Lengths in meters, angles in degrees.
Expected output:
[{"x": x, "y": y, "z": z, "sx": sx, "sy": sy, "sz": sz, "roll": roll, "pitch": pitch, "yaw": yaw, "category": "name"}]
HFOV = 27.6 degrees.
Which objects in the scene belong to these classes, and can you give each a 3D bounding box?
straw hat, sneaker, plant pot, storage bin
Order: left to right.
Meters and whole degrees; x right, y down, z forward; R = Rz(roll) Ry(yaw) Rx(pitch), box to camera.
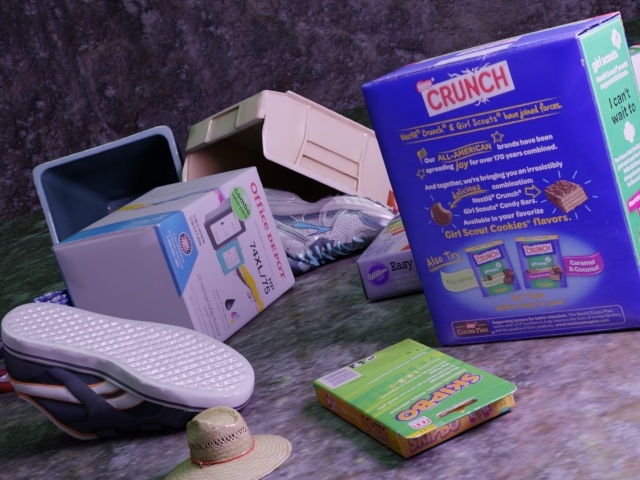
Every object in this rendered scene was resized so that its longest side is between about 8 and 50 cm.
[{"x": -0.228, "y": 0.170, "z": 1.558, "sx": 0.321, "sy": 0.127, "sz": 0.126, "roll": 14, "pitch": 30, "yaw": 19, "category": "sneaker"}, {"x": -0.324, "y": -0.032, "z": 2.294, "sx": 0.248, "sy": 0.247, "sz": 0.252, "roll": -18, "pitch": -6, "yaw": 3, "category": "plant pot"}, {"x": -0.104, "y": 0.204, "z": 1.338, "sx": 0.144, "sy": 0.061, "sz": 0.144, "roll": -17, "pitch": 13, "yaw": 4, "category": "straw hat"}, {"x": -0.053, "y": -0.119, "z": 2.105, "sx": 0.260, "sy": 0.123, "sz": 0.262, "roll": 22, "pitch": -21, "yaw": -29, "category": "storage bin"}, {"x": 0.000, "y": 0.000, "z": 2.031, "sx": 0.283, "sy": 0.122, "sz": 0.110, "roll": 5, "pitch": -23, "yaw": 19, "category": "sneaker"}]

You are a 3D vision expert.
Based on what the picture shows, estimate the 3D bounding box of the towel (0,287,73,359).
[{"x": -0.395, "y": 0.099, "z": 1.969, "sx": 0.243, "sy": 0.040, "sz": 0.336, "roll": -35, "pitch": -1, "yaw": 31, "category": "towel"}]

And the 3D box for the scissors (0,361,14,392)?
[{"x": -0.543, "y": 0.233, "z": 1.929, "sx": 0.297, "sy": 0.021, "sz": 0.109, "roll": -22, "pitch": 20, "yaw": -5, "category": "scissors"}]

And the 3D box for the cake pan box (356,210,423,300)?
[{"x": 0.203, "y": -0.009, "z": 1.816, "sx": 0.246, "sy": 0.070, "sz": 0.267, "roll": -10, "pitch": 15, "yaw": 23, "category": "cake pan box"}]

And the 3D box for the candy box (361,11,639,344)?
[{"x": 0.222, "y": -0.060, "z": 1.424, "sx": 0.268, "sy": 0.317, "sz": 0.122, "roll": -8, "pitch": 16, "yaw": 36, "category": "candy box"}]

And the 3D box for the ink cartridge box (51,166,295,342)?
[{"x": -0.204, "y": 0.037, "z": 1.881, "sx": 0.197, "sy": 0.198, "sz": 0.270, "roll": -11, "pitch": 15, "yaw": 31, "category": "ink cartridge box"}]

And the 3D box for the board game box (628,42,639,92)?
[{"x": 0.451, "y": -0.136, "z": 1.613, "sx": 0.317, "sy": 0.242, "sz": 0.064, "roll": -22, "pitch": 11, "yaw": -19, "category": "board game box"}]

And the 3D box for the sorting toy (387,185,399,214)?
[{"x": 0.039, "y": -0.091, "z": 2.264, "sx": 0.127, "sy": 0.126, "sz": 0.365, "roll": -26, "pitch": 16, "yaw": -32, "category": "sorting toy"}]

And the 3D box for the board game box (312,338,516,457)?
[{"x": 0.093, "y": 0.157, "z": 1.326, "sx": 0.124, "sy": 0.039, "sz": 0.259, "roll": -22, "pitch": 10, "yaw": -16, "category": "board game box"}]
